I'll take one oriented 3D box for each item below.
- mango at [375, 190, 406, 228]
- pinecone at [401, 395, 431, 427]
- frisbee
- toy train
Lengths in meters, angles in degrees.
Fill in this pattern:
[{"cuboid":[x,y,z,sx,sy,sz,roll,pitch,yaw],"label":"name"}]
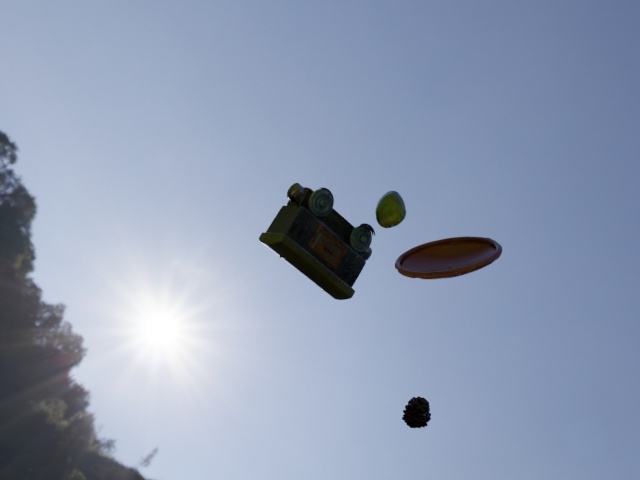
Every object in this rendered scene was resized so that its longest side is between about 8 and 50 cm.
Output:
[{"cuboid":[0.161,-0.074,1.554,0.073,0.108,0.056,-25,-56,33],"label":"mango"},{"cuboid":[0.253,0.448,1.761,0.077,0.077,0.083,28,-49,22],"label":"pinecone"},{"cuboid":[0.230,0.038,1.213,0.192,0.192,0.035,0,-71,38],"label":"frisbee"},{"cuboid":[0.000,0.000,1.697,0.300,0.201,0.131,40,-18,-30],"label":"toy train"}]
